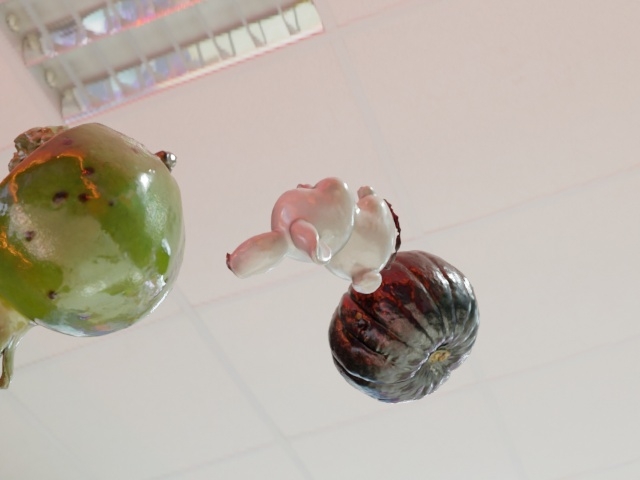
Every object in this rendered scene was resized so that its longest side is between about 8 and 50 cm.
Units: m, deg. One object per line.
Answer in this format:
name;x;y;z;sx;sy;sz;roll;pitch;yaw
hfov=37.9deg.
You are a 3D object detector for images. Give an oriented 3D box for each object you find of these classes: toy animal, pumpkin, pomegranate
toy animal;0.000;-0.006;0.663;0.071;0.085;0.124;-14;-22;32
pumpkin;0.114;0.118;1.278;0.221;0.162;0.220;-24;-47;-28
pomegranate;-0.296;0.017;1.078;0.260;0.260;0.340;37;-98;-33
